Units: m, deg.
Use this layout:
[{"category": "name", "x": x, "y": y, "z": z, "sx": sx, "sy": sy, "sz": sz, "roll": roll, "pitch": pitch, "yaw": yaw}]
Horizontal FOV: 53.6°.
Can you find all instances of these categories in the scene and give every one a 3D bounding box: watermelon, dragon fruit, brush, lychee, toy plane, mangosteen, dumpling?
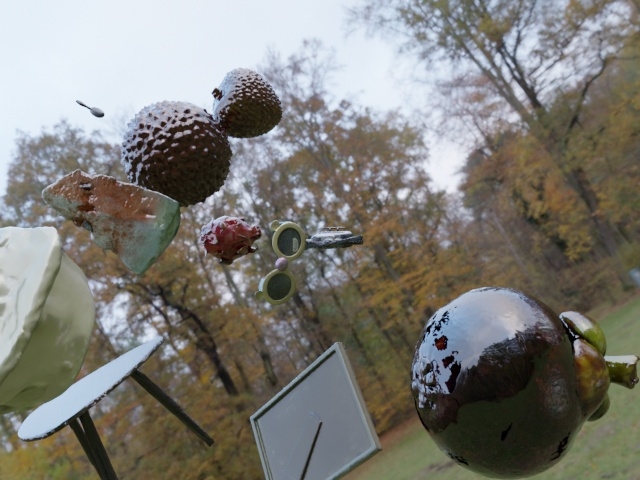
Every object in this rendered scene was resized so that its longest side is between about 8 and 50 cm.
[{"category": "watermelon", "x": -0.384, "y": -0.052, "z": 1.166, "sx": 0.154, "sy": 0.241, "sz": 0.094, "roll": -54, "pitch": 12, "yaw": 42}, {"category": "dragon fruit", "x": -0.244, "y": -0.004, "z": 1.721, "sx": 0.166, "sy": 0.136, "sz": 0.133, "roll": -13, "pitch": -11, "yaw": -14}, {"category": "brush", "x": -0.556, "y": -0.318, "z": 1.529, "sx": 0.024, "sy": 0.083, "sz": 0.008, "roll": -60, "pitch": -7, "yaw": -14}, {"category": "lychee", "x": -0.200, "y": -0.358, "z": 1.667, "sx": 0.194, "sy": 0.194, "sz": 0.194, "roll": -29, "pitch": -16, "yaw": -9}, {"category": "toy plane", "x": -0.001, "y": 0.000, "z": 1.474, "sx": 0.197, "sy": 0.053, "sz": 0.078, "roll": -2, "pitch": 10, "yaw": 1}, {"category": "lychee", "x": -0.342, "y": -0.206, "z": 1.515, "sx": 0.264, "sy": 0.264, "sz": 0.300, "roll": -42, "pitch": 8, "yaw": 31}, {"category": "mangosteen", "x": 0.294, "y": 0.210, "z": 1.000, "sx": 0.313, "sy": 0.297, "sz": 0.297, "roll": -22, "pitch": -19, "yaw": -34}, {"category": "dumpling", "x": -0.461, "y": 0.155, "z": 0.887, "sx": 0.233, "sy": 0.315, "sz": 0.395, "roll": 28, "pitch": -37, "yaw": -23}]

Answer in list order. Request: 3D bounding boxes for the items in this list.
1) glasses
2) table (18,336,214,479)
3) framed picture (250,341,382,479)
[{"category": "glasses", "x": -0.089, "y": 0.049, "z": 1.486, "sx": 0.088, "sy": 0.189, "sz": 0.220, "roll": 12, "pitch": 1, "yaw": -3}, {"category": "table", "x": -0.371, "y": 0.377, "z": 1.232, "sx": 0.317, "sy": 0.249, "sz": 0.317, "roll": -30, "pitch": 9, "yaw": 5}, {"category": "framed picture", "x": -0.031, "y": 0.543, "z": 1.792, "sx": 0.028, "sy": 0.326, "sz": 0.446, "roll": 16, "pitch": -49, "yaw": -40}]
